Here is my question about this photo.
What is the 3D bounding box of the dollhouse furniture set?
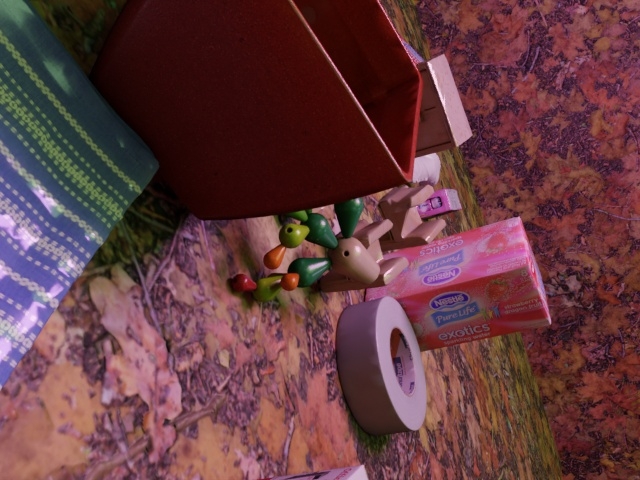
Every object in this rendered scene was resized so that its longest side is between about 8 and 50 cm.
[{"bbox_3d":[0.040,-0.160,0.949,0.394,0.256,0.362,-36,108,-43],"label":"dollhouse furniture set"}]

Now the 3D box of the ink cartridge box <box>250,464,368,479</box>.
[{"bbox_3d":[-0.028,0.257,0.521,0.099,0.135,0.056,3,70,-66],"label":"ink cartridge box"}]

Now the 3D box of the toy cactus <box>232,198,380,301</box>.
[{"bbox_3d":[0.000,0.000,0.711,0.180,0.112,0.219,39,74,-32],"label":"toy cactus"}]

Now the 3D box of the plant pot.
[{"bbox_3d":[-0.066,-0.175,0.581,0.267,0.235,0.267,53,30,-23],"label":"plant pot"}]

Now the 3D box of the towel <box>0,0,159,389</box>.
[{"bbox_3d":[-0.243,-0.049,0.372,0.243,0.040,0.336,57,28,-31],"label":"towel"}]

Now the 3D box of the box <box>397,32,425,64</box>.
[{"bbox_3d":[0.180,-0.400,1.345,0.257,0.122,0.128,44,28,-6],"label":"box"}]

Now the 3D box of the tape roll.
[{"bbox_3d":[0.105,0.207,0.936,0.219,0.072,0.219,48,33,-46],"label":"tape roll"}]

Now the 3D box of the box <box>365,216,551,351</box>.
[{"bbox_3d":[0.250,0.090,1.048,0.154,0.299,0.142,60,26,-29],"label":"box"}]

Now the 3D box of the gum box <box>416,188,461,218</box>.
[{"bbox_3d":[0.326,-0.101,1.593,0.188,0.107,0.062,-8,81,-67],"label":"gum box"}]

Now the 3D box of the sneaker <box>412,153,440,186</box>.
[{"bbox_3d":[0.231,-0.195,1.483,0.297,0.110,0.130,25,63,-51],"label":"sneaker"}]
